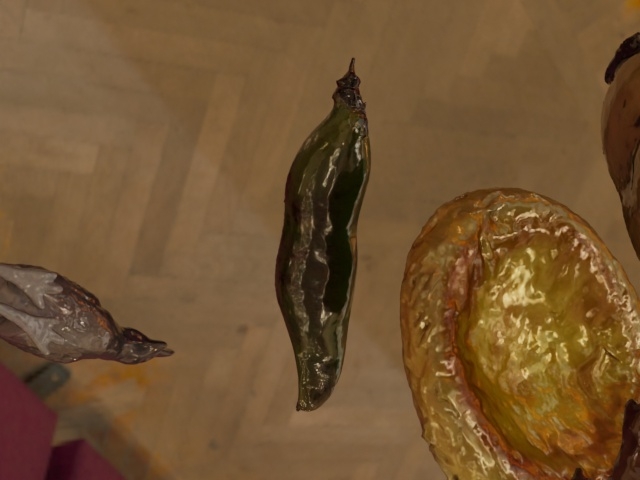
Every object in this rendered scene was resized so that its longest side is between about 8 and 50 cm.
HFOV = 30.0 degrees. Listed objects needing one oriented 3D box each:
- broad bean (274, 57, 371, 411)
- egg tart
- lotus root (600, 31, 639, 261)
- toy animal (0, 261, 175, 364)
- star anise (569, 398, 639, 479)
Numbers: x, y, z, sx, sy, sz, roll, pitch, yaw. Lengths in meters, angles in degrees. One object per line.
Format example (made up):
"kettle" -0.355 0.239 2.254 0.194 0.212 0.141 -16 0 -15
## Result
"broad bean" 0.000 0.000 1.108 0.077 0.061 0.339 3 110 -14
"egg tart" 0.170 0.112 1.077 0.319 0.319 0.128 20 153 -30
"lotus root" 0.264 -0.039 0.781 0.140 0.256 0.154 -30 145 19
"toy animal" -0.284 0.059 1.121 0.367 0.206 0.081 23 82 -20
"star anise" 0.111 0.194 0.437 0.088 0.288 0.288 7 128 -3
